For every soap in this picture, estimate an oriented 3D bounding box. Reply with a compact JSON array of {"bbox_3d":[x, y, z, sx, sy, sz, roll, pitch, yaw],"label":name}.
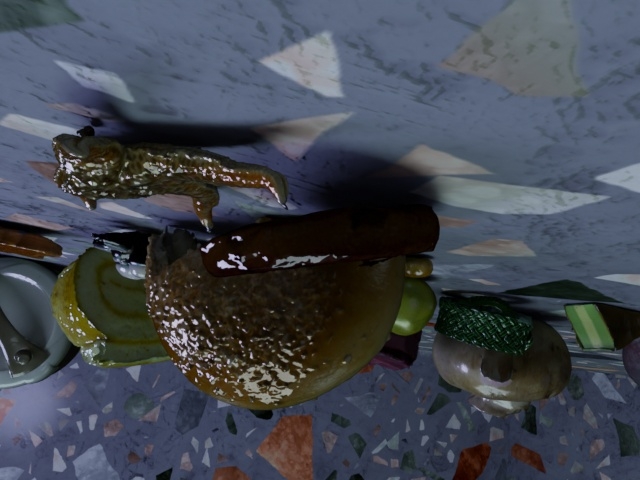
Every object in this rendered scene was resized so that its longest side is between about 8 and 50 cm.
[{"bbox_3d":[0.043,0.128,0.908,0.289,0.112,0.182,24,156,-38],"label":"soap"}]

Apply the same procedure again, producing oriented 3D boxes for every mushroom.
[{"bbox_3d":[0.319,0.218,1.033,0.254,0.184,0.255,12,-171,-2],"label":"mushroom"}]

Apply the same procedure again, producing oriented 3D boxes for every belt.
[{"bbox_3d":[0.257,0.123,0.898,0.151,0.079,0.121,15,-177,27],"label":"belt"}]

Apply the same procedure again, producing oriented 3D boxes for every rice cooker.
[{"bbox_3d":[-0.765,0.202,1.444,0.334,0.336,0.325,11,168,-11],"label":"rice cooker"}]

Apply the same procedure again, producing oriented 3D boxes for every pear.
[{"bbox_3d":[0.112,0.090,0.800,0.096,0.092,0.092,9,169,-4],"label":"pear"}]

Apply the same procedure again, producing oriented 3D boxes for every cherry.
[{"bbox_3d":[0.544,0.167,0.847,0.188,0.115,0.148,-19,119,47],"label":"cherry"}]

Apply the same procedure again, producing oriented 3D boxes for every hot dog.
[{"bbox_3d":[0.073,0.032,0.693,0.137,0.028,0.044,-1,172,33],"label":"hot dog"}]

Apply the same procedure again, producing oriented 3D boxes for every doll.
[{"bbox_3d":[-0.204,0.029,0.782,0.219,0.067,0.091,18,170,-31],"label":"doll"}]

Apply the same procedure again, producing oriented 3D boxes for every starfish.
[{"bbox_3d":[-0.124,-0.045,0.426,0.138,0.050,0.247,12,175,-22],"label":"starfish"}]

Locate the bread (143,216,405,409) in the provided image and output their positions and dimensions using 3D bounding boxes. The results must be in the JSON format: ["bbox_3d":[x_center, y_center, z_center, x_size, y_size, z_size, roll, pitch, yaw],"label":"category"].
[{"bbox_3d":[-0.076,0.082,0.625,0.313,0.192,0.171,4,162,24],"label":"bread"}]

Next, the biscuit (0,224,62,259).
[{"bbox_3d":[-0.539,-0.007,0.913,0.280,0.043,0.183,11,166,13],"label":"biscuit"}]

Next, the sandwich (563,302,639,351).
[{"bbox_3d":[0.432,0.106,0.841,0.116,0.074,0.074,-22,178,-20],"label":"sandwich"}]

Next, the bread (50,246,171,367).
[{"bbox_3d":[-0.274,0.100,0.891,0.257,0.186,0.124,7,168,-36],"label":"bread"}]

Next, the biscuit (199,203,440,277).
[{"bbox_3d":[0.000,0.000,0.444,0.191,0.050,0.192,-7,174,-1],"label":"biscuit"}]
